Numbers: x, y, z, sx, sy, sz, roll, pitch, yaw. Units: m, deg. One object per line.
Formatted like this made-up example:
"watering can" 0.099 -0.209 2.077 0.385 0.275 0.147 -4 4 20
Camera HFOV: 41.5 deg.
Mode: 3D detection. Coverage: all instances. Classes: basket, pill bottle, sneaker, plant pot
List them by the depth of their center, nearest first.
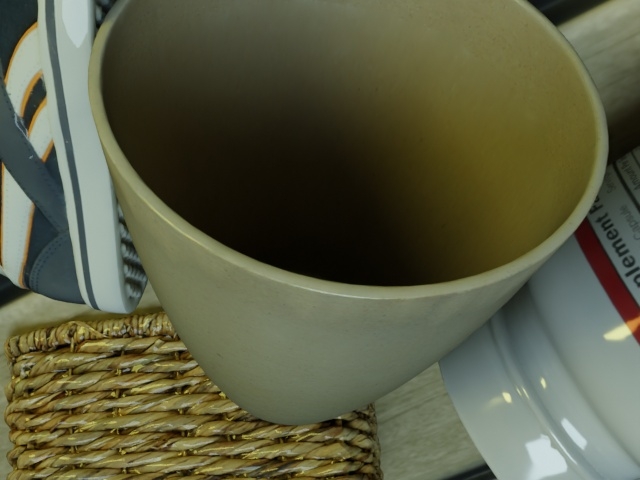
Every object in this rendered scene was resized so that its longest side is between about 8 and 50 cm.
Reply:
"sneaker" -0.166 -0.099 0.487 0.128 0.126 0.321 10 120 4
"plant pot" 0.000 0.000 0.523 0.257 0.256 0.274 4 143 -7
"pill bottle" 0.287 0.021 0.547 0.408 0.229 0.229 -36 122 22
"basket" -0.095 0.187 0.733 0.299 0.223 0.213 -9 161 3
